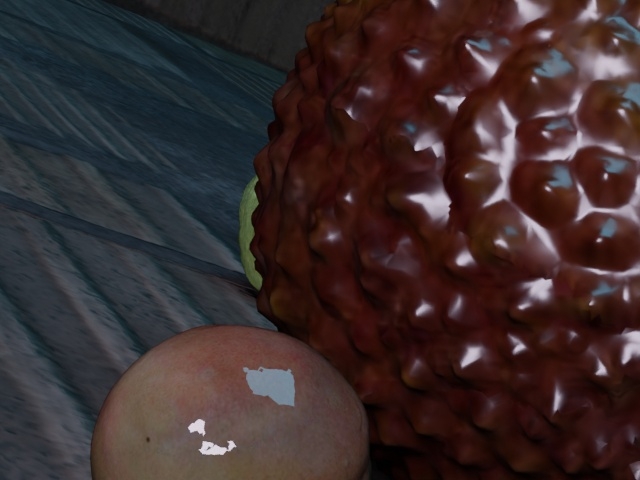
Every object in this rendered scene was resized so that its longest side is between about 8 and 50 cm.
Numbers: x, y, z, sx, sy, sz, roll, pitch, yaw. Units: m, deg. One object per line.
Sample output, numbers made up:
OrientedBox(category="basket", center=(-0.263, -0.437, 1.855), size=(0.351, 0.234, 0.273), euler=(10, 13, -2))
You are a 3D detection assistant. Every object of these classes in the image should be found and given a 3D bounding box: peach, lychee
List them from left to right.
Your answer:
OrientedBox(category="peach", center=(-0.025, 0.061, 0.527), size=(0.083, 0.083, 0.083), euler=(23, 8, -4))
OrientedBox(category="lychee", center=(0.113, -0.008, 0.715), size=(0.275, 0.276, 0.304), euler=(16, 32, -41))

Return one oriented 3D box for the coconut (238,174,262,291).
OrientedBox(category="coconut", center=(0.000, 0.000, 0.989), size=(0.087, 0.096, 0.088), euler=(-8, 14, 2))
